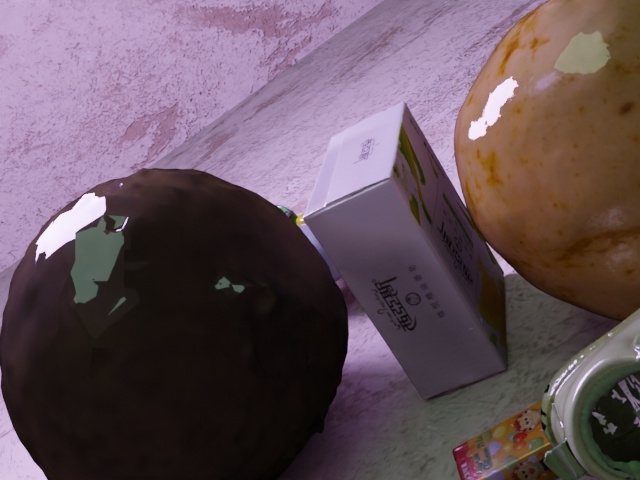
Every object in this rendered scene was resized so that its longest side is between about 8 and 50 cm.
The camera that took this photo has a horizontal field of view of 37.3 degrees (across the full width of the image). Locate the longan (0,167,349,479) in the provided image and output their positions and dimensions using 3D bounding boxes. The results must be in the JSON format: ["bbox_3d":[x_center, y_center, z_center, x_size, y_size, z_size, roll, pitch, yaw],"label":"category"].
[{"bbox_3d":[-0.156,0.117,1.045,0.391,0.391,0.391,-30,21,13],"label":"longan"}]

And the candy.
[{"bbox_3d":[0.181,0.187,0.841,0.122,0.038,0.062,-32,21,10],"label":"candy"}]

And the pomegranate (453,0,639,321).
[{"bbox_3d":[0.304,-0.084,0.864,0.342,0.342,0.342,-30,21,13],"label":"pomegranate"}]

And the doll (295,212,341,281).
[{"bbox_3d":[0.000,0.000,1.366,0.199,0.105,0.336,-27,8,23],"label":"doll"}]

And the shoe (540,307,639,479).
[{"bbox_3d":[0.292,0.109,0.723,0.262,0.140,0.128,-34,10,18],"label":"shoe"}]

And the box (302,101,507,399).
[{"bbox_3d":[0.102,0.009,1.035,0.111,0.260,0.194,-22,25,21],"label":"box"}]

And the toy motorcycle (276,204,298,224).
[{"bbox_3d":[-0.087,0.007,1.517,0.190,0.074,0.106,-52,1,36],"label":"toy motorcycle"}]
